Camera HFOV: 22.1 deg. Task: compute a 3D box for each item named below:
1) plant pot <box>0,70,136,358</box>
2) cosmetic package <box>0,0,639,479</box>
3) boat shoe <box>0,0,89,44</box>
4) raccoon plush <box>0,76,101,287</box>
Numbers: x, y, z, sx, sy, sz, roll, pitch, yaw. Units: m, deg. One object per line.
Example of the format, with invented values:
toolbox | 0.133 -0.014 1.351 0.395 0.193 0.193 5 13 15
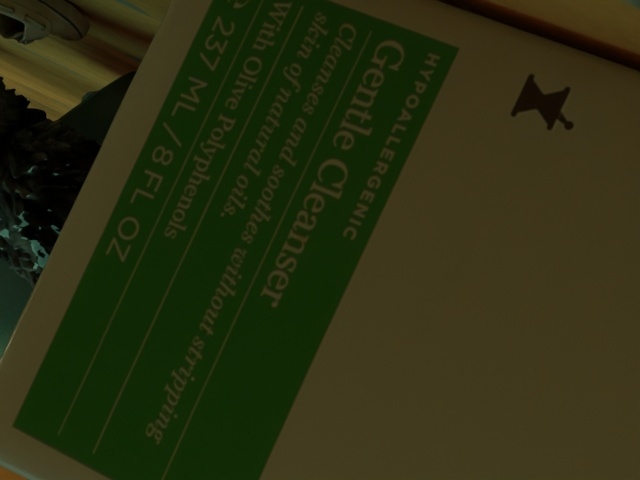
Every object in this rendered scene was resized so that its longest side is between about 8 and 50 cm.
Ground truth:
plant pot | -0.138 0.009 1.136 0.196 0.293 0.293 51 175 -4
cosmetic package | 0.102 0.062 0.515 0.365 0.197 0.155 22 175 24
boat shoe | -0.168 -0.128 0.922 0.035 0.035 0.100 23 176 28
raccoon plush | -0.280 -0.066 0.868 0.446 0.216 0.299 0 -176 22
